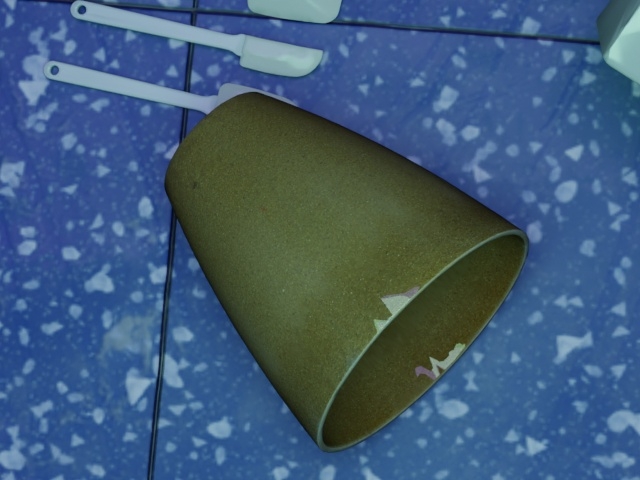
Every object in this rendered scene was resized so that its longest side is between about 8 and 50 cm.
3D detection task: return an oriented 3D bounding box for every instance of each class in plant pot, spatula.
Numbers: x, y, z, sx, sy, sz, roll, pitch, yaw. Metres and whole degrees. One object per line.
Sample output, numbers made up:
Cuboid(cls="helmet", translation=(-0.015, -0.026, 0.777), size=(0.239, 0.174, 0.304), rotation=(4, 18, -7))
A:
Cuboid(cls="plant pot", translation=(0.000, 0.000, 1.452), size=(0.237, 0.237, 0.254), rotation=(-45, 70, -1))
Cuboid(cls="spatula", translation=(-0.112, -0.185, 1.560), size=(0.242, 0.019, 0.168), rotation=(14, 92, 5))

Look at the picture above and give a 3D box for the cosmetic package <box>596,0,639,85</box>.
Cuboid(cls="cosmetic package", translation=(0.434, -0.140, 1.398), size=(0.385, 0.156, 0.217), rotation=(31, 110, -3))
